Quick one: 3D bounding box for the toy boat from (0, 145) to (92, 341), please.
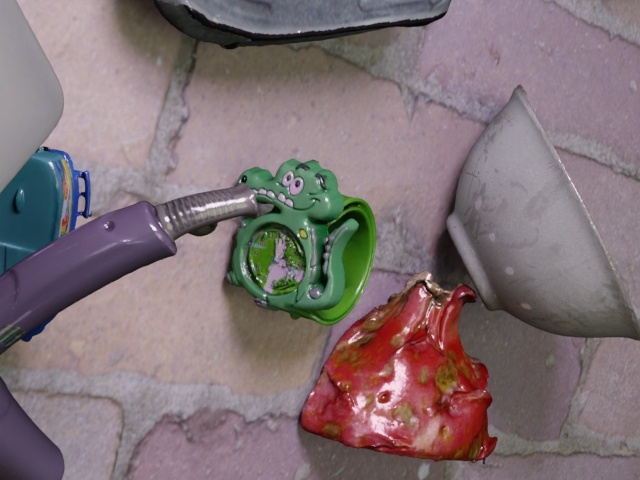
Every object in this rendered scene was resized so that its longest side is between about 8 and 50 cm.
[{"bbox_3d":[-0.232,0.000,1.254,0.110,0.091,0.175,-37,138,-70],"label":"toy boat"}]

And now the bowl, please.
[{"bbox_3d":[0.228,-0.001,1.670,0.146,0.313,0.313,-26,133,8],"label":"bowl"}]

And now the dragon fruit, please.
[{"bbox_3d":[0.118,0.140,1.650,0.262,0.134,0.211,4,91,-48],"label":"dragon fruit"}]

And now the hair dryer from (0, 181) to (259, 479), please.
[{"bbox_3d":[-0.198,0.067,1.182,0.361,0.121,0.301,-31,143,4],"label":"hair dryer"}]

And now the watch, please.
[{"bbox_3d":[0.000,0.000,1.477,0.152,0.131,0.165,-5,106,-58],"label":"watch"}]

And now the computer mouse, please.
[{"bbox_3d":[-0.022,-0.273,1.359,0.374,0.114,0.203,-3,108,-40],"label":"computer mouse"}]

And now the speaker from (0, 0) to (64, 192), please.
[{"bbox_3d":[-0.364,-0.039,1.011,0.406,0.183,0.184,-53,141,-22],"label":"speaker"}]
